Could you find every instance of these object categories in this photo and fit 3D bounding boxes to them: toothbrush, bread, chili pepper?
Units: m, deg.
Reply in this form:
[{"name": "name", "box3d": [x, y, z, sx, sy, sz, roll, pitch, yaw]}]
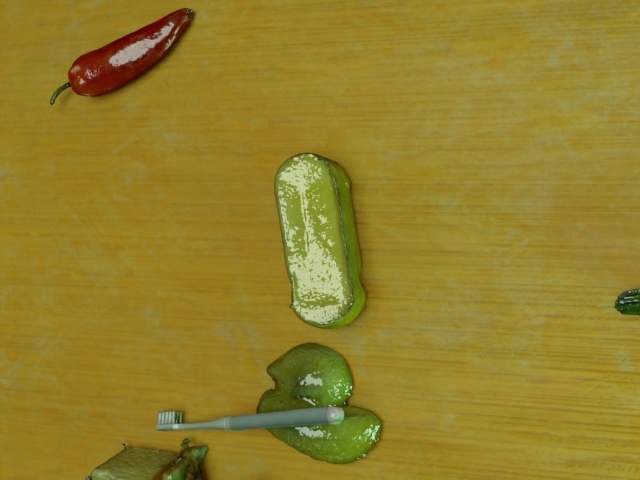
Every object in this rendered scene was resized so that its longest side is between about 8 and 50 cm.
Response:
[{"name": "toothbrush", "box3d": [-0.106, 0.247, 1.527, 0.342, 0.025, 0.030, -9, 76, 39]}, {"name": "bread", "box3d": [-0.004, 0.224, 1.520, 0.187, 0.065, 0.149, 23, 89, 24]}, {"name": "bread", "box3d": [-0.243, 0.368, 1.586, 0.147, 0.127, 0.152, 2, 103, 22]}, {"name": "chili pepper", "box3d": [-0.307, -0.274, 1.688, 0.272, 0.063, 0.071, -26, 89, 15]}, {"name": "bread", "box3d": [0.000, 0.000, 1.523, 0.102, 0.094, 0.245, -11, 82, 11]}]

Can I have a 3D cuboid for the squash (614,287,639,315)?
[{"name": "squash", "box3d": [0.509, 0.121, 1.315, 0.318, 0.071, 0.080, 29, 97, 22]}]
